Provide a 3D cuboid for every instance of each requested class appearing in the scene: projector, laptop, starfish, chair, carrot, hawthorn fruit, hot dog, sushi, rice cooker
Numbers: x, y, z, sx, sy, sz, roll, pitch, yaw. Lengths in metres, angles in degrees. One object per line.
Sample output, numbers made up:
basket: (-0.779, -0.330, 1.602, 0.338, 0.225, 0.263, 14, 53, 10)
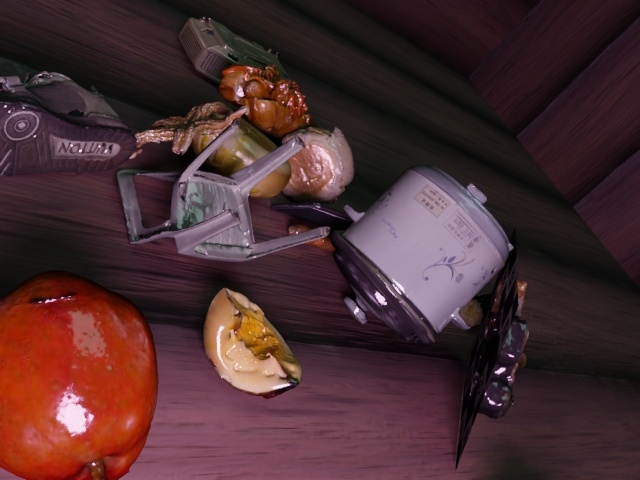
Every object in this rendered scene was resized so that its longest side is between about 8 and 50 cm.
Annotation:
projector: (-0.182, -0.408, 1.600, 0.269, 0.088, 0.194, 15, 35, -44)
laptop: (0.010, -0.045, 1.318, 0.180, 0.129, 0.016, 19, 79, -42)
starfish: (-0.214, -0.187, 1.109, 0.150, 0.209, 0.053, -85, 159, -49)
chair: (-0.158, -0.062, 1.019, 0.203, 0.274, 0.191, 10, 65, -50)
carrot: (0.001, 0.001, 1.315, 0.165, 0.035, 0.036, 21, 34, -42)
hawthorn fruit: (-0.233, 0.138, 0.632, 0.185, 0.185, 0.202, 6, 48, -51)
hot dog: (-0.093, -0.288, 1.429, 0.158, 0.117, 0.349, 41, 9, 11)
sushi: (0.316, 0.182, 1.172, 0.068, 0.320, 0.339, 17, 24, 8)
rice cooker: (0.164, 0.032, 1.217, 0.316, 0.316, 0.264, 46, -3, 5)

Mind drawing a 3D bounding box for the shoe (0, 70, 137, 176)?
shoe: (-0.400, -0.175, 0.945, 0.149, 0.109, 0.293, 50, 24, 22)

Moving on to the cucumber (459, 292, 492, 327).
cucumber: (0.407, 0.153, 1.608, 0.300, 0.072, 0.072, -3, 52, -55)

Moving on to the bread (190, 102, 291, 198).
bread: (-0.152, -0.160, 1.254, 0.213, 0.105, 0.213, 36, 17, -12)

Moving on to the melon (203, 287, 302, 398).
melon: (-0.093, 0.148, 0.933, 0.160, 0.079, 0.128, 49, 9, 12)

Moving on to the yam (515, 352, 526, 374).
yam: (0.370, 0.271, 1.414, 0.046, 0.046, 0.264, 52, 26, 17)

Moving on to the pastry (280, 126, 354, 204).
pastry: (-0.012, -0.150, 1.388, 0.166, 0.166, 0.088, 40, 19, -6)
